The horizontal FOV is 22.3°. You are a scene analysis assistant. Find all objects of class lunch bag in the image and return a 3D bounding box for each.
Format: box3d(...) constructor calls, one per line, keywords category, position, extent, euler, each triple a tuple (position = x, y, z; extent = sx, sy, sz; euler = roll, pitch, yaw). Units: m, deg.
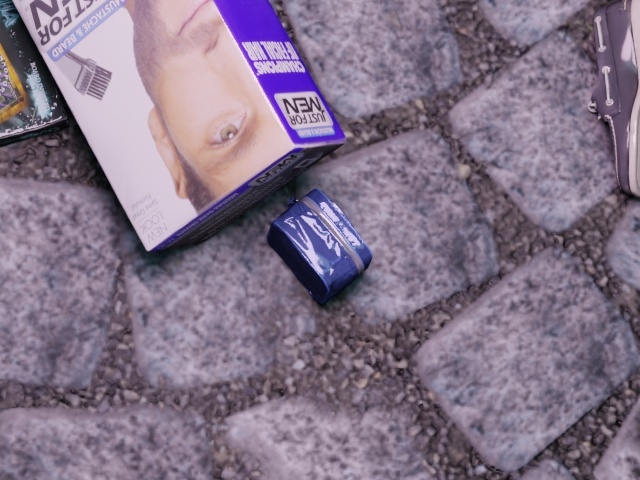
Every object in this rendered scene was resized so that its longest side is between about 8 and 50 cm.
box3d(category="lunch bag", position=(0.000, 0.000, 1.508), extent=(0.065, 0.067, 0.098), euler=(-37, 82, -17))

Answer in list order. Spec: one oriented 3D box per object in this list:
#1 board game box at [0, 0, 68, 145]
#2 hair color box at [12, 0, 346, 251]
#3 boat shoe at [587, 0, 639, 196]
box3d(category="board game box", position=(-0.323, -0.176, 1.522), extent=(0.126, 0.026, 0.186), euler=(-17, 78, -14))
box3d(category="hair color box", position=(-0.145, -0.182, 1.467), extent=(0.185, 0.110, 0.339), euler=(-34, 81, 26))
box3d(category="boat shoe", position=(0.301, -0.141, 1.614), extent=(0.065, 0.075, 0.206), euler=(-5, 77, 34))
